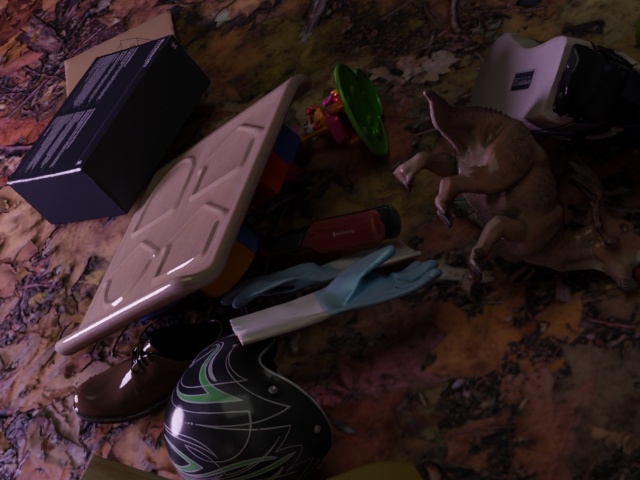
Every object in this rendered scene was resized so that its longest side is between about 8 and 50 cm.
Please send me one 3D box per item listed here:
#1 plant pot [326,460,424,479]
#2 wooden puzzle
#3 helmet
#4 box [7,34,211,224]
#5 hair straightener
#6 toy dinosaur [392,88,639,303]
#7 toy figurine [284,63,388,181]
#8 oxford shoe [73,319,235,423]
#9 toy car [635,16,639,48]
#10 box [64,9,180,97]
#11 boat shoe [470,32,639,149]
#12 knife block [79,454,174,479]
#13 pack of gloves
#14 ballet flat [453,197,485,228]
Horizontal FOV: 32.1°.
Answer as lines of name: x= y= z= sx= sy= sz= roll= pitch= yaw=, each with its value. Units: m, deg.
plant pot: x=0.065 y=0.256 z=1.047 sx=0.083 sy=0.081 sz=0.081 roll=-26 pitch=42 yaw=-11
wooden puzzle: x=-0.152 y=-0.017 z=1.352 sx=0.322 sy=0.080 sz=0.347 roll=-26 pitch=31 yaw=46
helmet: x=-0.074 y=0.187 z=1.126 sx=0.169 sy=0.169 sz=0.161 roll=-23 pitch=28 yaw=8
box: x=-0.299 y=-0.157 z=1.587 sx=0.184 sy=0.103 sz=0.261 roll=-7 pitch=46 yaw=45
hair straightener: x=0.000 y=0.000 z=1.337 sx=0.230 sy=0.047 sz=0.089 roll=-18 pitch=0 yaw=35
toy dinosaur: x=0.208 y=-0.057 z=1.159 sx=0.200 sy=0.295 sz=0.127 roll=-35 pitch=13 yaw=-7
toy figurine: x=-0.009 y=-0.144 z=1.450 sx=0.159 sy=0.130 sz=0.173 roll=-25 pitch=20 yaw=20
oxford shoe: x=-0.194 y=0.141 z=1.282 sx=0.227 sy=0.096 sz=0.082 roll=-24 pitch=45 yaw=10
toy car: x=0.489 y=-0.294 z=1.321 sx=0.155 sy=0.149 sz=0.188 roll=17 pitch=32 yaw=35
box: x=-0.320 y=-0.285 z=1.801 sx=0.201 sy=0.021 sz=0.164 roll=-25 pitch=43 yaw=6
boat shoe: x=0.286 y=-0.158 z=1.269 sx=0.340 sy=0.158 sz=0.127 roll=-123 pitch=51 yaw=-77
knife block: x=-0.070 y=0.284 z=0.983 sx=0.242 sy=0.276 sz=0.088 roll=-26 pitch=32 yaw=51
pack of gloves: x=0.005 y=0.034 z=1.205 sx=0.232 sy=0.046 sz=0.195 roll=-16 pitch=16 yaw=-10
ballet flat: x=0.202 y=-0.031 z=1.269 sx=0.114 sy=0.041 sz=0.041 roll=-2 pitch=50 yaw=29
